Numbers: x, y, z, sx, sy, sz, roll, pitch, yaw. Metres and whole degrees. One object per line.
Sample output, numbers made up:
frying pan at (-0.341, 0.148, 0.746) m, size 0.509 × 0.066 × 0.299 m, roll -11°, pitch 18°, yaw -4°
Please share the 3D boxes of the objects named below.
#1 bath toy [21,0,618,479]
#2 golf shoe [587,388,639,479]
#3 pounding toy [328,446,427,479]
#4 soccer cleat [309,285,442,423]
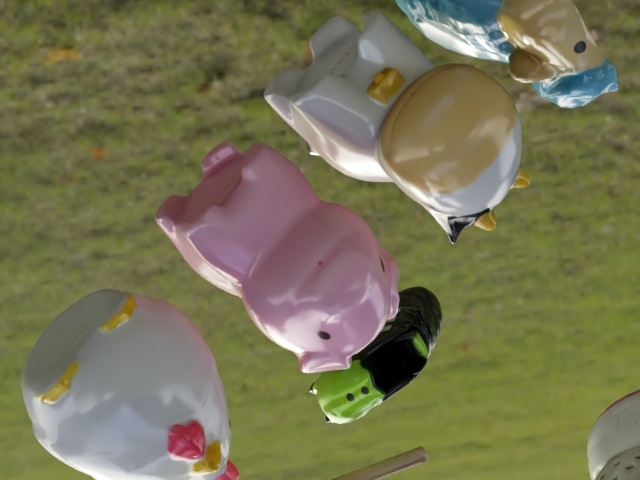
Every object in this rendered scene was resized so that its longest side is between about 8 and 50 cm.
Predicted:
bath toy at (0.000, 0.000, 0.757) m, size 0.348 × 0.129 × 0.151 m, roll -47°, pitch -157°, yaw -8°
golf shoe at (0.228, 0.187, 0.582) m, size 0.306 × 0.140 × 0.115 m, roll 32°, pitch 135°, yaw 0°
pounding toy at (0.040, 0.232, 1.027) m, size 0.206 × 0.181 × 0.094 m, roll 24°, pitch 175°, yaw 9°
soccer cleat at (0.061, 0.083, 1.103) m, size 0.072 × 0.060 × 0.179 m, roll -26°, pitch -171°, yaw 38°
